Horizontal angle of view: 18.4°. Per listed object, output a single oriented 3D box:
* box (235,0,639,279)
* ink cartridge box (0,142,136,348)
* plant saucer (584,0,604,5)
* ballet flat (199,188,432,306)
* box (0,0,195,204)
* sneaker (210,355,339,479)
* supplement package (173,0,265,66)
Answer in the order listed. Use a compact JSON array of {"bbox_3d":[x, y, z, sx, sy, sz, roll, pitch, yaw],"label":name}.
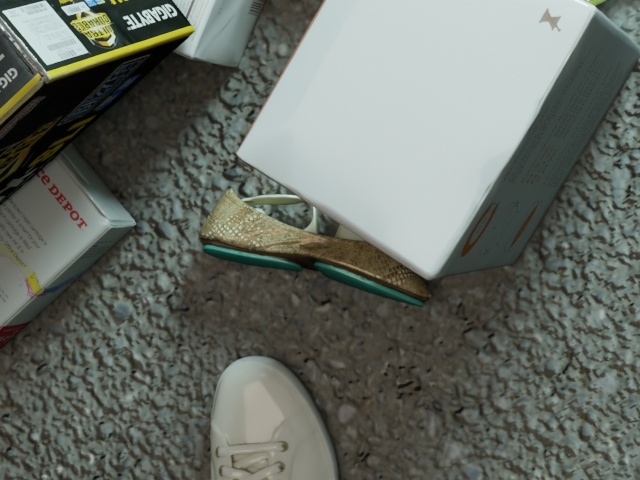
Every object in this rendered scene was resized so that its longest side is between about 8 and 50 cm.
[{"bbox_3d":[0.102,-0.107,1.485,0.168,0.345,0.215,32,98,11],"label":"box"},{"bbox_3d":[-0.268,-0.005,1.721,0.175,0.072,0.127,-41,81,12],"label":"ink cartridge box"},{"bbox_3d":[0.245,-0.303,1.560,0.188,0.045,0.188,-28,125,13],"label":"plant saucer"},{"bbox_3d":[0.000,0.000,1.658,0.206,0.073,0.067,15,80,10],"label":"ballet flat"},{"bbox_3d":[-0.274,-0.075,1.519,0.322,0.257,0.079,-39,90,24],"label":"box"},{"bbox_3d":[-0.043,0.241,1.645,0.106,0.123,0.290,-9,88,16],"label":"sneaker"},{"bbox_3d":[-0.169,-0.256,1.659,0.244,0.134,0.139,25,97,12],"label":"supplement package"}]
